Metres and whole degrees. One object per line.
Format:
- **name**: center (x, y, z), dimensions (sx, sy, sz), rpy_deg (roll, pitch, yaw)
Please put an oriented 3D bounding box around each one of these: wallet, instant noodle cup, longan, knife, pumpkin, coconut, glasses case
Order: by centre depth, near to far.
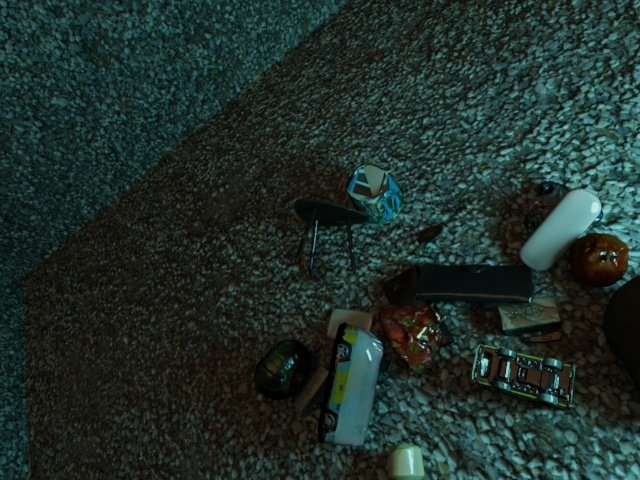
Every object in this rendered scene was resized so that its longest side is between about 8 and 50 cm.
- **longan**: center (0.926, 0.252, 1.065), dimensions (0.404, 0.336, 0.405), rpy_deg (-29, 57, 59)
- **coconut**: center (0.263, 0.702, 1.329), dimensions (0.116, 0.116, 0.122), rpy_deg (-13, 55, 23)
- **knife**: center (0.697, 0.307, 1.355), dimensions (0.121, 0.018, 0.031), rpy_deg (-14, 66, 24)
- **glasses case**: center (0.763, -0.031, 1.380), dimensions (0.113, 0.075, 0.297), rpy_deg (39, 122, 17)
- **wallet**: center (0.523, 0.143, 1.464), dimensions (0.377, 0.051, 0.197), rpy_deg (-1, 31, 25)
- **wallet**: center (0.343, 0.255, 1.565), dimensions (0.172, 0.045, 0.318), rpy_deg (-30, 56, 18)
- **pumpkin**: center (-0.133, 0.486, 1.599), dimensions (0.159, 0.238, 0.238), rpy_deg (34, 84, 33)
- **wallet**: center (0.116, 0.332, 1.662), dimensions (0.182, 0.032, 0.124), rpy_deg (0, 65, 31)
- **instant noodle cup**: center (0.220, -0.202, 1.795), dimensions (0.240, 0.178, 0.240), rpy_deg (-13, 60, 23)

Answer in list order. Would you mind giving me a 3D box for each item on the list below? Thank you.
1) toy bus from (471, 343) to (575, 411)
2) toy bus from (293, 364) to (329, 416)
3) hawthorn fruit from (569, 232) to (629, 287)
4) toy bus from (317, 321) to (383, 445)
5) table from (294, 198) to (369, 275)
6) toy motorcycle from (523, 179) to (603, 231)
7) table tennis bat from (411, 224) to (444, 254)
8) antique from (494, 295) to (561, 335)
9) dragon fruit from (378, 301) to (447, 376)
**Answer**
- **toy bus**: center (0.596, 0.407, 1.276), dimensions (0.261, 0.150, 0.128), rpy_deg (9, 69, 27)
- **toy bus**: center (-0.020, 0.557, 1.590), dimensions (0.064, 0.075, 0.191), rpy_deg (32, 82, 37)
- **hawthorn fruit**: center (0.851, 0.055, 1.301), dimensions (0.173, 0.179, 0.174), rpy_deg (-1, 57, 1)
- **toy bus**: center (0.107, 0.483, 1.453), dimensions (0.162, 0.171, 0.387), rpy_deg (12, 84, 0)
- **table**: center (0.000, 0.000, 1.747), dimensions (0.317, 0.317, 0.249), rpy_deg (-1, 72, 29)
- **toy motorcycle**: center (0.795, -0.090, 1.462), dimensions (0.204, 0.108, 0.239), rpy_deg (-39, 30, 0)
- **table tennis bat**: center (0.433, 0.034, 1.658), dimensions (0.170, 0.119, 0.107), rpy_deg (-44, 20, -23)
- **antique**: center (0.657, 0.244, 1.368), dimensions (0.182, 0.086, 0.088), rpy_deg (-16, 57, 22)
- **dragon fruit**: center (0.320, 0.291, 1.454), dimensions (0.211, 0.134, 0.262), rpy_deg (-39, 56, 10)
